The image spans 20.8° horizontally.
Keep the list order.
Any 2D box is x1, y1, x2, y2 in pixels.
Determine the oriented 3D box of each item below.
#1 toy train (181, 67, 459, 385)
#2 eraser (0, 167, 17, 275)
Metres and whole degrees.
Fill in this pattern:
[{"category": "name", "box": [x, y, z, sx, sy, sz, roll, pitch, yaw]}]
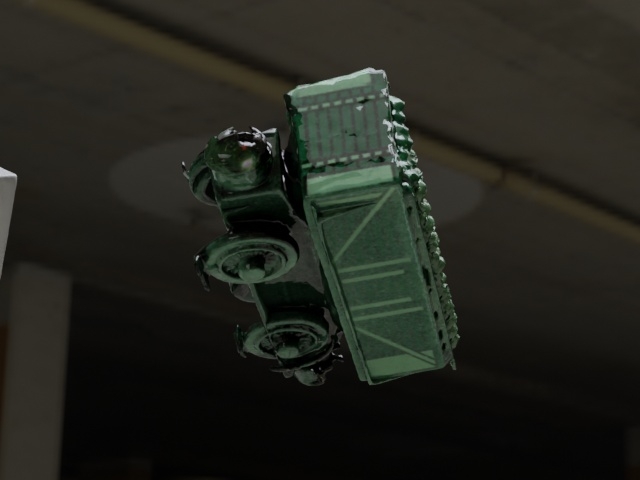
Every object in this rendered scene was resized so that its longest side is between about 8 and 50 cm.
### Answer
[{"category": "toy train", "box": [0.000, 0.000, 1.163, 0.154, 0.115, 0.269, -16, -37, 2]}, {"category": "eraser", "box": [-0.318, -0.008, 1.011, 0.076, 0.078, 0.298, 21, 16, 35]}]
